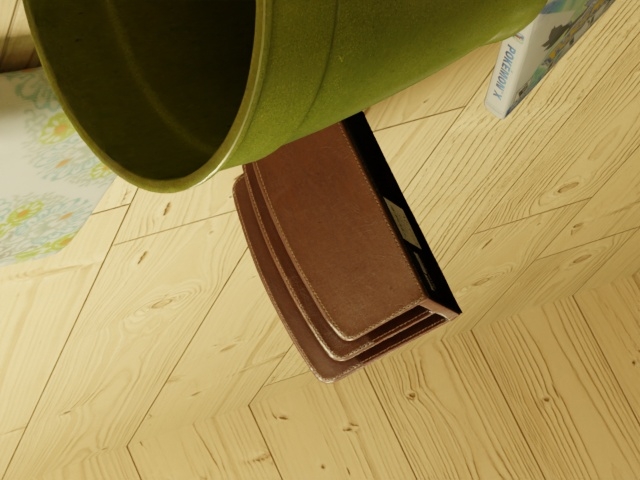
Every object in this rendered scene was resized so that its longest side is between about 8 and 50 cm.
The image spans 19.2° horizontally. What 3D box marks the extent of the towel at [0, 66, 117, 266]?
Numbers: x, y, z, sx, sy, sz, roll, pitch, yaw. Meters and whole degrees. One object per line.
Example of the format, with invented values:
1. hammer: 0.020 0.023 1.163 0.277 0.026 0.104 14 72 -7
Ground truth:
1. towel: -0.363 -0.067 2.010 0.320 0.090 0.374 -17 161 -36

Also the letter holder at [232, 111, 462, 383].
1. letter holder: 0.000 0.000 2.329 0.214 0.302 0.152 -29 162 13

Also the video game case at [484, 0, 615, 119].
1. video game case: 0.313 -0.310 2.105 0.329 0.036 0.300 -46 168 -17

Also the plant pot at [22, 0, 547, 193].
1. plant pot: -0.005 -0.248 1.506 0.353 0.366 0.366 -14 159 -33
